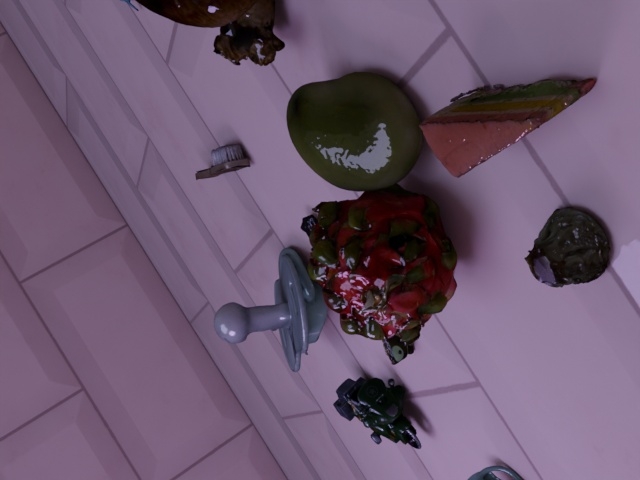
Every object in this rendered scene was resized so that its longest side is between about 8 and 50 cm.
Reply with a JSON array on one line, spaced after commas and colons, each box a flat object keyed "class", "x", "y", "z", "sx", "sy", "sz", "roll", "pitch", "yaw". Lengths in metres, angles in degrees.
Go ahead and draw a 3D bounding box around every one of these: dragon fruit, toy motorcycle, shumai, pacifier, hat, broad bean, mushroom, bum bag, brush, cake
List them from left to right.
[{"class": "brush", "x": -0.255, "y": -0.193, "z": 1.962, "sx": 0.327, "sy": 0.070, "sz": 0.065, "roll": 175, "pitch": 84, "yaw": -67}, {"class": "mushroom", "x": -0.158, "y": -0.467, "z": 1.242, "sx": 0.331, "sy": 0.356, "sz": 0.334, "roll": 35, "pitch": 108, "yaw": 59}, {"class": "pacifier", "x": -0.125, "y": 0.171, "z": 1.901, "sx": 0.343, "sy": 0.269, "sz": 0.288, "roll": 111, "pitch": 149, "yaw": -59}, {"class": "bum bag", "x": -0.001, "y": 0.001, "z": 1.705, "sx": 0.124, "sy": 0.034, "sz": 0.058, "roll": 57, "pitch": 144, "yaw": 3}, {"class": "broad bean", "x": 0.049, "y": -0.173, "z": 1.249, "sx": 0.263, "sy": 0.121, "sz": 0.189, "roll": 24, "pitch": 111, "yaw": 50}, {"class": "toy motorcycle", "x": 0.122, "y": 0.388, "z": 1.835, "sx": 0.187, "sy": 0.124, "sz": 0.274, "roll": 57, "pitch": 160, "yaw": -20}, {"class": "dragon fruit", "x": 0.096, "y": 0.028, "z": 1.279, "sx": 0.303, "sy": 0.237, "sz": 0.231, "roll": -117, "pitch": 7, "yaw": -55}, {"class": "hat", "x": 0.155, "y": 0.208, "z": 1.617, "sx": 0.077, "sy": 0.059, "sz": 0.076, "roll": 64, "pitch": 174, "yaw": -1}, {"class": "pacifier", "x": 0.358, "y": 0.511, "z": 1.555, "sx": 0.150, "sy": 0.127, "sz": 0.116, "roll": 2, "pitch": 165, "yaw": 33}, {"class": "cake", "x": 0.229, "y": -0.135, "z": 0.957, "sx": 0.225, "sy": 0.109, "sz": 0.090, "roll": 8, "pitch": 126, "yaw": 63}, {"class": "shumai", "x": 0.309, "y": 0.024, "z": 1.021, "sx": 0.099, "sy": 0.087, "sz": 0.124, "roll": 45, "pitch": 155, "yaw": 27}]

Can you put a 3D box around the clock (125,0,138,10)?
[{"class": "clock", "x": -0.477, "y": -0.622, "z": 1.893, "sx": 0.108, "sy": 0.045, "sz": 0.147, "roll": 44, "pitch": 154, "yaw": 34}]
